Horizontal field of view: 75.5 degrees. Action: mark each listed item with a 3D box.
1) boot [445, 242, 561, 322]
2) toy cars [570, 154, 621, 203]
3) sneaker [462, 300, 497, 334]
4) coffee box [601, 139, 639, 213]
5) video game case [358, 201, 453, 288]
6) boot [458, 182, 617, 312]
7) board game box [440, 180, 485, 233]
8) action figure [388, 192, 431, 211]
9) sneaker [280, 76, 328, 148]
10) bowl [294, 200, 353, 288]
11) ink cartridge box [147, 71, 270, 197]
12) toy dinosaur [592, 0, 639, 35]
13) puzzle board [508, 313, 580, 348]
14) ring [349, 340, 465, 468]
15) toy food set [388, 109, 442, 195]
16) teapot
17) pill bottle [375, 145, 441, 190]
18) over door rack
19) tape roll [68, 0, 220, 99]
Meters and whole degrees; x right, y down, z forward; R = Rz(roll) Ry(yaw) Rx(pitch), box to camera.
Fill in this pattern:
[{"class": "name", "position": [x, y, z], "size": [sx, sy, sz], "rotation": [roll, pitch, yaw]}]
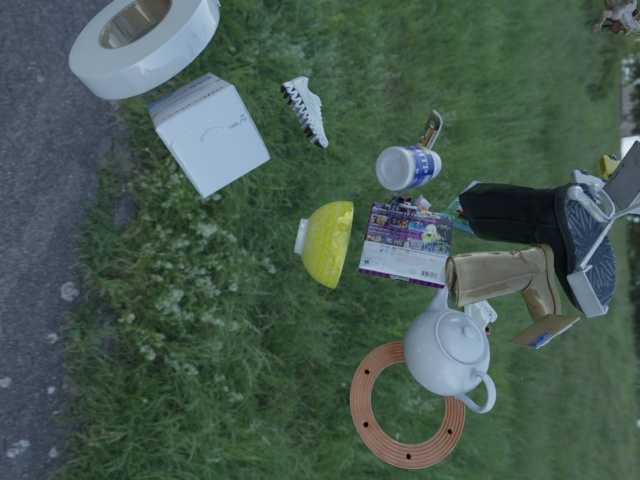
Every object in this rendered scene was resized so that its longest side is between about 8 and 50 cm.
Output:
[{"class": "boot", "position": [0.462, 0.132, 1.059], "size": [0.089, 0.269, 0.237], "rotation": [179, -99, -79]}, {"class": "toy cars", "position": [1.064, -0.216, 1.557], "size": [0.393, 0.087, 0.177], "rotation": [-22, 72, -27]}, {"class": "sneaker", "position": [0.601, 0.236, 1.563], "size": [0.106, 0.122, 0.291], "rotation": [-61, 144, -55]}, {"class": "coffee box", "position": [0.823, -0.134, 0.962], "size": [0.098, 0.246, 0.141], "rotation": [-97, -165, -51]}, {"class": "video game case", "position": [0.235, 0.009, 1.132], "size": [0.042, 0.231, 0.211], "rotation": [82, 21, -64]}, {"class": "boot", "position": [0.632, 0.001, 1.271], "size": [0.445, 0.146, 0.368], "rotation": [-165, -123, -71]}, {"class": "board game box", "position": [0.586, -0.132, 1.580], "size": [0.211, 0.160, 0.039], "rotation": [-43, 126, -10]}, {"class": "action figure", "position": [0.376, -0.051, 1.854], "size": [0.330, 0.178, 0.341], "rotation": [-53, 153, 2]}, {"class": "sneaker", "position": [-0.036, -0.501, 1.622], "size": [0.292, 0.118, 0.110], "rotation": [60, -15, -16]}, {"class": "bowl", "position": [0.000, 0.000, 1.345], "size": [0.289, 0.155, 0.290], "rotation": [-168, -90, -87]}, {"class": "ink cartridge box", "position": [-0.288, -0.275, 1.046], "size": [0.270, 0.198, 0.197], "rotation": [47, -13, 54]}, {"class": "toy dinosaur", "position": [0.981, -0.803, 1.366], "size": [0.200, 0.127, 0.296], "rotation": [-30, 110, -43]}, {"class": "puzzle board", "position": [0.508, 0.206, 0.941], "size": [0.011, 0.128, 0.096], "rotation": [60, -12, -1]}, {"class": "ring", "position": [0.246, 0.459, 1.178], "size": [0.032, 0.335, 0.337], "rotation": [106, -9, -64]}, {"class": "toy food set", "position": [0.341, -0.309, 1.530], "size": [0.307, 0.092, 0.220], "rotation": [-64, 173, 1]}, {"class": "teapot", "position": [0.358, 0.286, 1.112], "size": [0.253, 0.255, 0.187], "rotation": [-51, 172, -36]}, {"class": "pill bottle", "position": [0.243, -0.198, 1.110], "size": [0.186, 0.111, 0.112], "rotation": [-16, 101, -46]}, {"class": "over door rack", "position": [0.446, -0.063, 0.515], "size": [0.108, 0.239, 0.324], "rotation": [53, 45, -1]}, {"class": "tape roll", "position": [-0.433, -0.512, 1.019], "size": [0.072, 0.391, 0.393], "rotation": [56, 36, -54]}]
